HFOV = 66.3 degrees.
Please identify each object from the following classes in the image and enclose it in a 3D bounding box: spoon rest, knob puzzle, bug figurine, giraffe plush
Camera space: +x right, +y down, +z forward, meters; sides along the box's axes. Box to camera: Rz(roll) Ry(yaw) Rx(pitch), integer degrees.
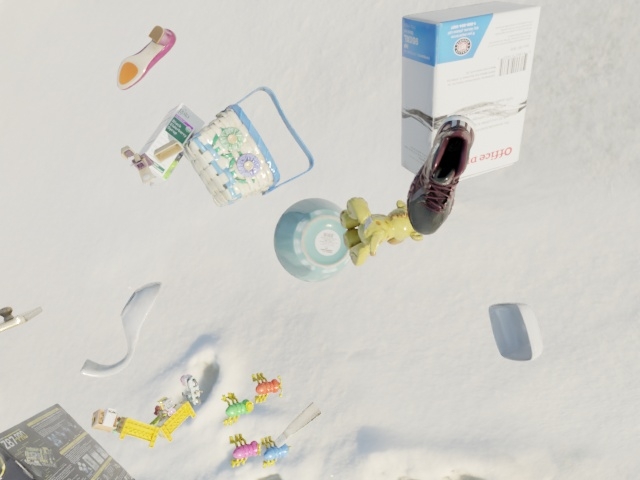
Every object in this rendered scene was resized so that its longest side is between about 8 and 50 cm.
[{"bbox_3d":[-0.444,0.210,1.140,0.276,0.084,0.137,-51,20,10],"label":"spoon rest"},{"bbox_3d":[-0.495,0.131,0.665,0.213,0.213,0.029,-17,97,31],"label":"knob puzzle"},{"bbox_3d":[-0.181,0.539,1.441,0.072,0.216,0.278,-16,80,45],"label":"bug figurine"},{"bbox_3d":[0.169,-0.037,1.301,0.210,0.171,0.181,158,102,-70],"label":"giraffe plush"}]

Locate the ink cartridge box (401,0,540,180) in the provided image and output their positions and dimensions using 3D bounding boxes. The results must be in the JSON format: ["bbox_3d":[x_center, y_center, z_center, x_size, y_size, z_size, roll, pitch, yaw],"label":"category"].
[{"bbox_3d":[0.363,-0.370,1.245,0.166,0.286,0.394,-130,29,-52],"label":"ink cartridge box"}]

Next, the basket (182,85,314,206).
[{"bbox_3d":[-0.179,-0.230,1.269,0.289,0.254,0.201,-39,11,-28],"label":"basket"}]

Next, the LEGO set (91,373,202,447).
[{"bbox_3d":[-0.425,0.428,1.189,0.107,0.287,0.132,-10,89,39],"label":"LEGO set"}]

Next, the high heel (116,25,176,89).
[{"bbox_3d":[-0.555,-0.578,1.576,0.082,0.117,0.244,37,102,2],"label":"high heel"}]

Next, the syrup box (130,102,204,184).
[{"bbox_3d":[-0.459,-0.292,1.481,0.096,0.093,0.236,-5,52,51],"label":"syrup box"}]

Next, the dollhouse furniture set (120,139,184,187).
[{"bbox_3d":[-0.354,-0.175,1.068,0.114,0.091,0.081,-29,65,-1],"label":"dollhouse furniture set"}]

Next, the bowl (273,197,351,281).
[{"bbox_3d":[0.000,0.000,1.725,0.163,0.312,0.311,-176,105,-75],"label":"bowl"}]

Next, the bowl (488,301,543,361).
[{"bbox_3d":[0.473,0.214,1.175,0.142,0.053,0.142,142,117,-74],"label":"bowl"}]

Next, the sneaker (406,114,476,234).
[{"bbox_3d":[0.242,-0.117,1.032,0.107,0.162,0.281,17,118,10],"label":"sneaker"}]

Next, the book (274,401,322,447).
[{"bbox_3d":[-0.060,0.457,1.205,0.035,0.096,0.144,49,148,16],"label":"book"}]

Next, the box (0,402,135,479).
[{"bbox_3d":[-0.618,0.562,1.173,0.097,0.395,0.318,-44,92,-13],"label":"box"}]
